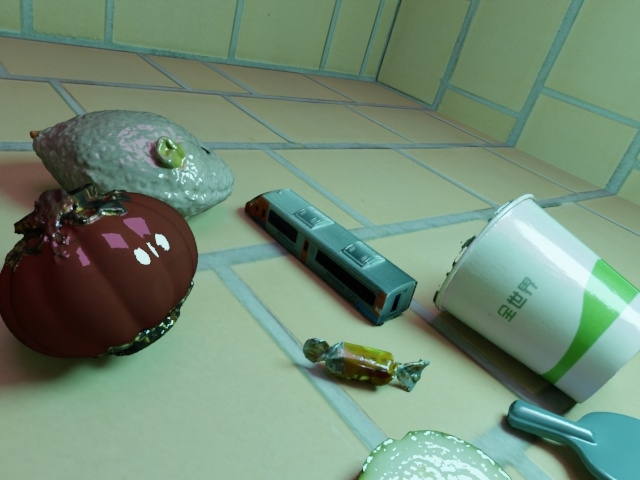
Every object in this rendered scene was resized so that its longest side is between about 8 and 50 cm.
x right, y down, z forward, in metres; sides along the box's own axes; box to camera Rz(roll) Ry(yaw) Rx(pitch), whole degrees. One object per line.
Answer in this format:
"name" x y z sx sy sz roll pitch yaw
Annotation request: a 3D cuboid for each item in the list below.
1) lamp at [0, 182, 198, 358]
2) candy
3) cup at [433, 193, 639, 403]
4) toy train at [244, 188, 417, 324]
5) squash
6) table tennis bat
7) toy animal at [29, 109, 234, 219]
"lamp" -0.260 0.030 0.577 0.227 0.226 0.226 13 28 -7
"candy" 0.063 0.173 0.671 0.182 0.053 0.046 12 40 -9
"cup" 0.366 0.098 0.789 0.253 0.253 0.274 -15 48 -45
"toy train" 0.000 0.000 0.919 0.086 0.089 0.409 -17 42 -39
"squash" 0.129 0.301 0.494 0.220 0.041 0.219 12 33 -8
"table tennis bat" 0.368 0.268 0.637 0.238 0.038 0.149 15 27 20
"toy animal" -0.331 -0.134 0.872 0.359 0.188 0.226 9 23 -14
